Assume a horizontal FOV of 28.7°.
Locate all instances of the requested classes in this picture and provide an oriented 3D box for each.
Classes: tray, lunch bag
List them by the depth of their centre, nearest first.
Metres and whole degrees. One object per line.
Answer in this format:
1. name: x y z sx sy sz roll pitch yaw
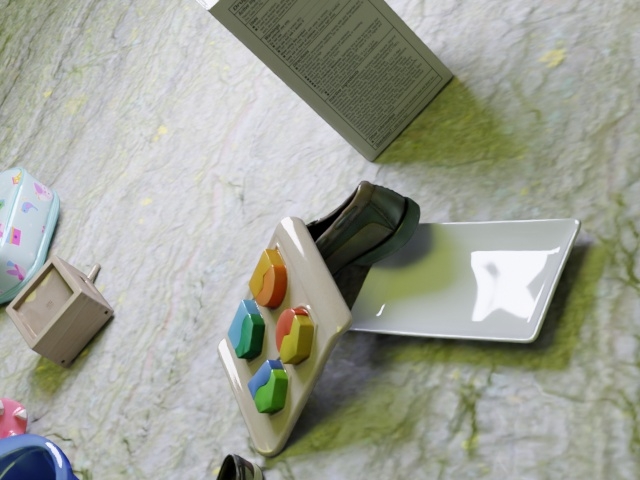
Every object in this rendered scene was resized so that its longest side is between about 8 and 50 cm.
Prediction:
1. tray: 0.150 0.046 1.323 0.270 0.030 0.145 -1 57 48
2. lunch bag: -0.566 0.020 2.090 0.279 0.108 0.224 -25 45 34

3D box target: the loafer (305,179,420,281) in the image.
1. loafer: 0.000 0.000 1.456 0.267 0.084 0.096 -30 34 42

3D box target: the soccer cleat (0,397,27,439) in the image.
1. soccer cleat: -0.469 0.332 1.710 0.095 0.083 0.248 -41 28 58

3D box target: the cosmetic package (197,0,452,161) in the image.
1. cosmetic package: 0.002 -0.257 1.539 0.160 0.309 0.113 -46 34 4

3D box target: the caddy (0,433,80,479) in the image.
1. caddy: -0.264 0.298 0.878 0.241 0.179 0.341 -18 37 38

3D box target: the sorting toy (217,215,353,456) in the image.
1. sorting toy: -0.051 0.105 1.397 0.208 0.038 0.193 -61 36 29

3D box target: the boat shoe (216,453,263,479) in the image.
1. boat shoe: -0.105 0.301 1.338 0.056 0.049 0.152 -20 43 35

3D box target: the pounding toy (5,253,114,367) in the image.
1. pounding toy: -0.370 0.093 1.825 0.130 0.100 0.141 -49 44 1
